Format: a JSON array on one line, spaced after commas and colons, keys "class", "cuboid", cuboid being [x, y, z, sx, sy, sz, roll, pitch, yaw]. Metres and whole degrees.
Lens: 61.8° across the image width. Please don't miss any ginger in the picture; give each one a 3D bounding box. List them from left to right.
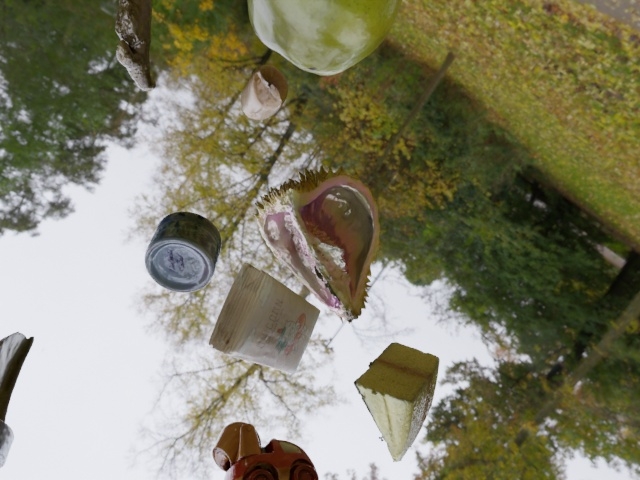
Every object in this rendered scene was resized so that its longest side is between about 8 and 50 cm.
[{"class": "ginger", "cuboid": [-0.437, -0.511, 1.250, 0.080, 0.333, 0.166, 14, -154, 4]}]

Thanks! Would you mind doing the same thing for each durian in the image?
[{"class": "durian", "cuboid": [-0.002, -0.001, 0.645, 0.182, 0.165, 0.132, 30, -147, -21]}]

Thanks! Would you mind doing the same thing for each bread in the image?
[{"class": "bread", "cuboid": [0.169, 0.359, 1.193, 0.135, 0.178, 0.240, 14, -160, 25]}]

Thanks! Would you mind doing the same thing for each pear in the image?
[{"class": "pear", "cuboid": [0.004, -0.291, 0.599, 0.198, 0.198, 0.198, 33, -165, -10]}]

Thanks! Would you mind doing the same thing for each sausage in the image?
[{"class": "sausage", "cuboid": [-0.137, -0.371, 1.336, 0.112, 0.112, 0.328, 32, 177, -15]}]

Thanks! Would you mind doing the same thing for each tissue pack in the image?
[{"class": "tissue pack", "cuboid": [-0.102, 0.175, 1.117, 0.071, 0.170, 0.325, 20, 168, 24]}]

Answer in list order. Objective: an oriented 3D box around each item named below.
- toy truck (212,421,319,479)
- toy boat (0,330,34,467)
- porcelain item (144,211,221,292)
[{"class": "toy truck", "cuboid": [-0.147, 0.589, 1.398, 0.264, 0.189, 0.239, 9, -142, -26]}, {"class": "toy boat", "cuboid": [-0.668, 0.320, 1.073, 0.111, 0.294, 0.276, 5, 161, -16]}, {"class": "porcelain item", "cuboid": [-0.287, 0.022, 1.129, 0.147, 0.147, 0.114, 30, -149, -20]}]
